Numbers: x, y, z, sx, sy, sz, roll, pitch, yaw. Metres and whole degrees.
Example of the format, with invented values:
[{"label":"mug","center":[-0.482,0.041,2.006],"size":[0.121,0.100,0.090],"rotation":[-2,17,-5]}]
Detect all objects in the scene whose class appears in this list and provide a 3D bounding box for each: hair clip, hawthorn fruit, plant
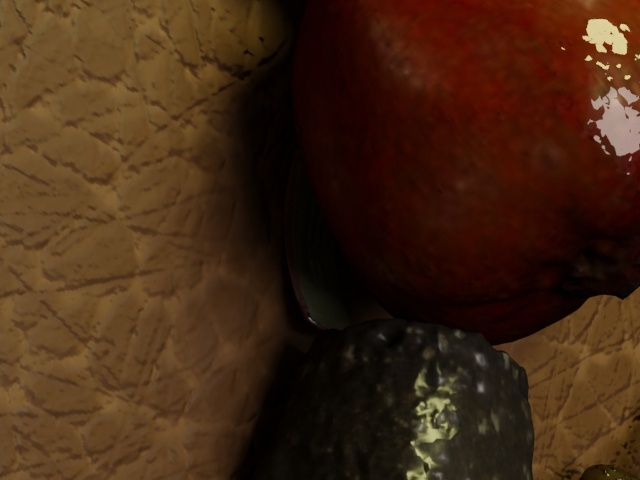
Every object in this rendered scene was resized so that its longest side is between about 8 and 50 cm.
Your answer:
[{"label":"hair clip","center":[-0.001,0.000,1.202],"size":[0.054,0.022,0.137],"rotation":[12,68,-44]},{"label":"hawthorn fruit","center":[0.115,-0.079,1.139],"size":[0.311,0.295,0.295],"rotation":[36,53,5]},{"label":"plant","center":[0.034,0.216,1.096],"size":[0.194,0.181,0.321],"rotation":[31,59,-37]}]

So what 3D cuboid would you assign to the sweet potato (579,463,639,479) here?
[{"label":"sweet potato","center":[0.250,0.289,1.377],"size":[0.081,0.062,0.233],"rotation":[-14,97,-35]}]
